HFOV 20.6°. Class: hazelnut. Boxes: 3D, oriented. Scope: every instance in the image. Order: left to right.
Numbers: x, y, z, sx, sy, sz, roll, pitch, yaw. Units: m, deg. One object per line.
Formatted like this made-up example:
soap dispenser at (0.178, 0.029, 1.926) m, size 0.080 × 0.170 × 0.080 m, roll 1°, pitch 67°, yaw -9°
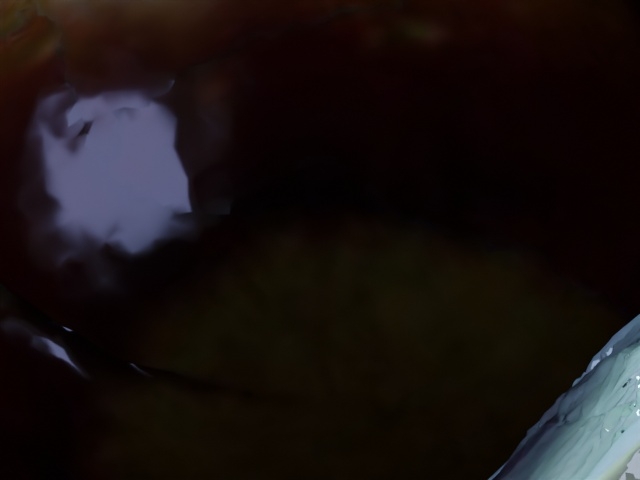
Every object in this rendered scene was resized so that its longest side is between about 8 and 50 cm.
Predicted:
hazelnut at (0.000, 0.000, 0.901) m, size 0.402 × 0.429 × 0.402 m, roll 174°, pitch 90°, yaw -80°

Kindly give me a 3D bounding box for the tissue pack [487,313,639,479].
tissue pack at (0.173, 0.279, 0.690) m, size 0.405 × 0.205 × 0.332 m, roll 42°, pitch 107°, yaw 2°
